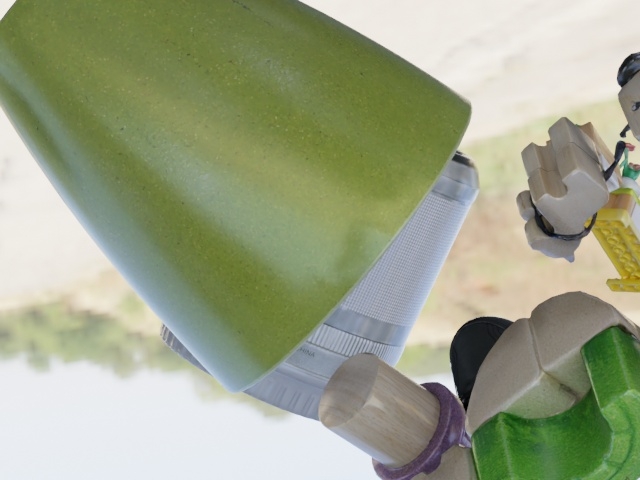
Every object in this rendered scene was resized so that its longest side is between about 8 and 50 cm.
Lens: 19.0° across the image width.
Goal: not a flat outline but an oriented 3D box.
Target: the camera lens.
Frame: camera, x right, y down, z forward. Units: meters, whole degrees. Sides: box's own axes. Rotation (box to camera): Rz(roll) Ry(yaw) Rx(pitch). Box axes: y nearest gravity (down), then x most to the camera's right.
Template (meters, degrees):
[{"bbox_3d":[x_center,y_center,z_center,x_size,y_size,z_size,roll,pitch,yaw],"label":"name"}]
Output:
[{"bbox_3d":[0.000,0.000,1.717,0.219,0.274,0.219,25,-174,-3],"label":"camera lens"}]

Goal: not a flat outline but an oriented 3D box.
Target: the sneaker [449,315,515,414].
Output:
[{"bbox_3d":[0.148,0.146,1.411,0.101,0.267,0.106,-41,133,19],"label":"sneaker"}]

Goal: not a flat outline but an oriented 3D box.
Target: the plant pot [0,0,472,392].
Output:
[{"bbox_3d":[-0.090,-0.089,1.372,0.275,0.293,0.275,-48,-171,10],"label":"plant pot"}]

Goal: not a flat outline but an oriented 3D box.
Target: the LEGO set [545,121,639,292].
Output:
[{"bbox_3d":[0.276,-0.014,1.393,0.287,0.107,0.132,30,152,-11],"label":"LEGO set"}]

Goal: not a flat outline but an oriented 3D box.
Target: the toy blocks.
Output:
[{"bbox_3d":[0.183,0.128,0.833,0.260,0.309,0.288,35,116,-27],"label":"toy blocks"}]
